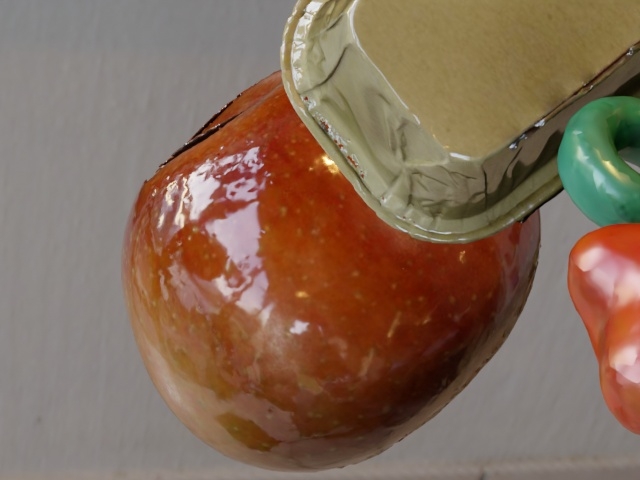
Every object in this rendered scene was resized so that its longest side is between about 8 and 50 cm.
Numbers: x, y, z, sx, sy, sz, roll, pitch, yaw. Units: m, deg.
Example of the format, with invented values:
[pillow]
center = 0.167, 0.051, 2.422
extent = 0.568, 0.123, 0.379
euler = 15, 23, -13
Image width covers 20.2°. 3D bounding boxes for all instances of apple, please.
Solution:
[apple]
center = 0.000, 0.000, 0.901
extent = 0.173, 0.210, 0.235
euler = 49, 12, -16

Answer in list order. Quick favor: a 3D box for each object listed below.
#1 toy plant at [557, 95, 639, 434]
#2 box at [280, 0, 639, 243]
[toy plant]
center = 0.253, 0.052, 0.538
extent = 0.400, 0.185, 0.279
euler = 20, 71, -3
[box]
center = 0.073, -0.082, 0.583
extent = 0.177, 0.111, 0.111
euler = -38, 57, -1
